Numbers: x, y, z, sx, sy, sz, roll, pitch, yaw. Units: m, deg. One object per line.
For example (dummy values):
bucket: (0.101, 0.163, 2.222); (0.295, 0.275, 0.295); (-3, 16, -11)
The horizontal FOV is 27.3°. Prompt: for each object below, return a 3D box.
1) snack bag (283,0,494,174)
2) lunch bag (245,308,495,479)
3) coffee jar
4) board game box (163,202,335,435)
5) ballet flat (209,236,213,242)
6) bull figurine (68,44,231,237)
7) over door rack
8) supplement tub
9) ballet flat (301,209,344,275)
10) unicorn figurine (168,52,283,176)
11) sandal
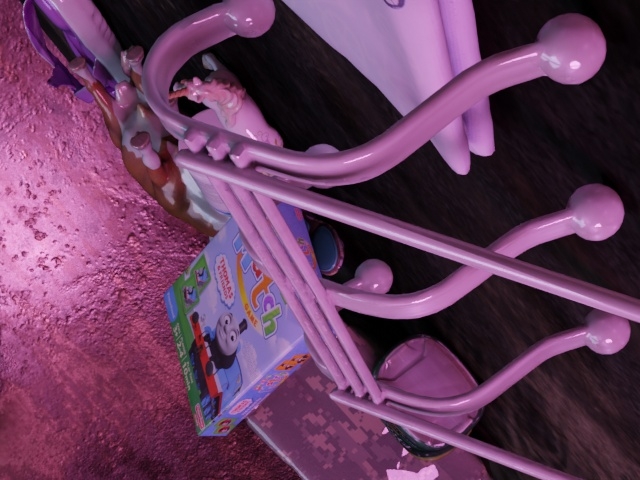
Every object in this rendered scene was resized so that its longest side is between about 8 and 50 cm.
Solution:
snack bag: (-0.067, -0.205, 0.487); (0.342, 0.037, 0.323); (48, 173, 26)
lunch bag: (0.044, 0.191, 1.418); (0.235, 0.169, 0.287); (47, -176, -2)
coffee jar: (0.093, 0.144, 1.178); (0.096, 0.079, 0.184); (49, 174, 13)
board game box: (-0.071, 0.067, 1.244); (0.039, 0.211, 0.160); (5, -125, -36)
ballet flat: (-0.062, 0.068, 1.657); (0.348, 0.123, 0.123); (51, 174, -2)
bull figurine: (-0.171, -0.104, 1.506); (0.310, 0.101, 0.188); (42, 166, 41)
over door rack: (0.110, 0.043, 0.461); (0.324, 0.108, 0.239); (31, 165, 27)
supplement tub: (-0.087, -0.071, 1.234); (0.071, 0.071, 0.107); (48, 173, 21)
ballet flat: (0.000, 0.000, 1.222); (0.114, 0.041, 0.041); (43, 171, 49)
unicorn figurine: (-0.076, -0.106, 1.067); (0.162, 0.060, 0.111); (35, -178, -32)
sandal: (-0.326, -0.251, 1.703); (0.169, 0.102, 0.416); (49, 174, 17)
